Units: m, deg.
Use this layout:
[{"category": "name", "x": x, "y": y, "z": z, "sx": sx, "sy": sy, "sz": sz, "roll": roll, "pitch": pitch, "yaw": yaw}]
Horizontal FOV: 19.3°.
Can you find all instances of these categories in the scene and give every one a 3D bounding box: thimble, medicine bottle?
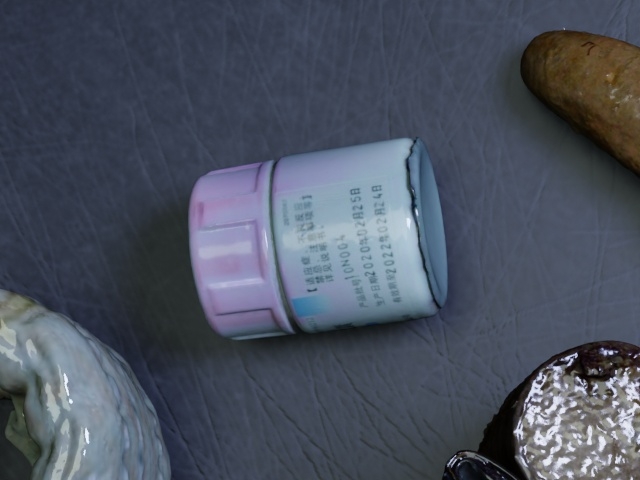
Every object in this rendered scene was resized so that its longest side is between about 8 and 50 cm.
[{"category": "thimble", "x": -0.266, "y": 0.172, "z": 1.356, "sx": 0.291, "sy": 0.195, "sz": 0.292, "roll": -3, "pitch": 77, "yaw": 13}, {"category": "medicine bottle", "x": 0.000, "y": 0.000, "z": 1.351, "sx": 0.168, "sy": 0.135, "sz": 0.135, "roll": -7, "pitch": 81, "yaw": 10}]

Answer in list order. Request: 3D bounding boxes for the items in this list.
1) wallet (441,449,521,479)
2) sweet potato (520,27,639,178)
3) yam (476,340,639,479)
[{"category": "wallet", "x": 0.140, "y": 0.233, "z": 1.201, "sx": 0.172, "sy": 0.318, "sz": 0.045, "roll": 33, "pitch": 70, "yaw": 15}, {"category": "sweet potato", "x": 0.277, "y": -0.039, "z": 1.318, "sx": 0.341, "sy": 0.092, "sz": 0.114, "roll": 50, "pitch": 134, "yaw": 12}, {"category": "yam", "x": 0.169, "y": 0.138, "z": 1.232, "sx": 0.131, "sy": 0.280, "sz": 0.131, "roll": 0, "pitch": 77, "yaw": 0}]
